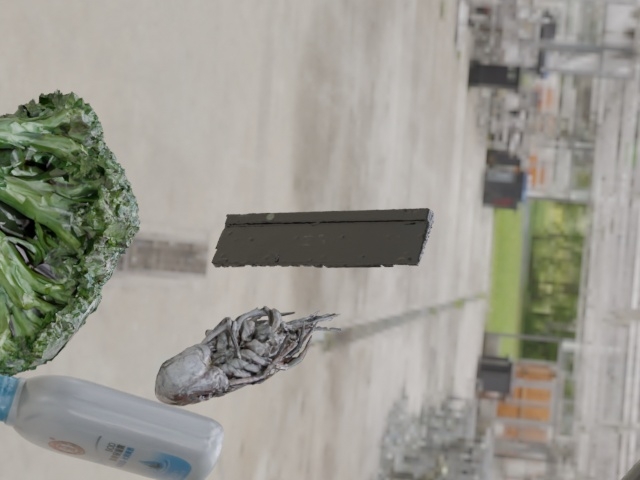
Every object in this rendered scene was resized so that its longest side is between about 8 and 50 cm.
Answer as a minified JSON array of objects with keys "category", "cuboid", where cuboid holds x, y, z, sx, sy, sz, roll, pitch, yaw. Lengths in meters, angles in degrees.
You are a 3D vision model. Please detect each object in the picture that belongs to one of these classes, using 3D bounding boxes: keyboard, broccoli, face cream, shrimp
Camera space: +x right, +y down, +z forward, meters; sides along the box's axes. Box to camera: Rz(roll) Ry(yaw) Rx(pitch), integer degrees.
[{"category":"keyboard","cuboid":[0.000,0.000,1.088,0.018,0.195,0.060,63,36,-43]},{"category":"broccoli","cuboid":[-0.329,-0.014,1.273,0.275,0.308,0.308,55,41,-69]},{"category":"face cream","cuboid":[-0.295,0.223,1.588,0.163,0.336,0.080,132,-27,-58]},{"category":"shrimp","cuboid":[-0.050,0.078,0.928,0.165,0.056,0.065,-28,166,-29]}]

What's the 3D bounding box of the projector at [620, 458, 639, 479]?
[{"category":"projector","cuboid":[0.554,0.423,1.400,0.242,0.405,0.395,-39,126,-24]}]
